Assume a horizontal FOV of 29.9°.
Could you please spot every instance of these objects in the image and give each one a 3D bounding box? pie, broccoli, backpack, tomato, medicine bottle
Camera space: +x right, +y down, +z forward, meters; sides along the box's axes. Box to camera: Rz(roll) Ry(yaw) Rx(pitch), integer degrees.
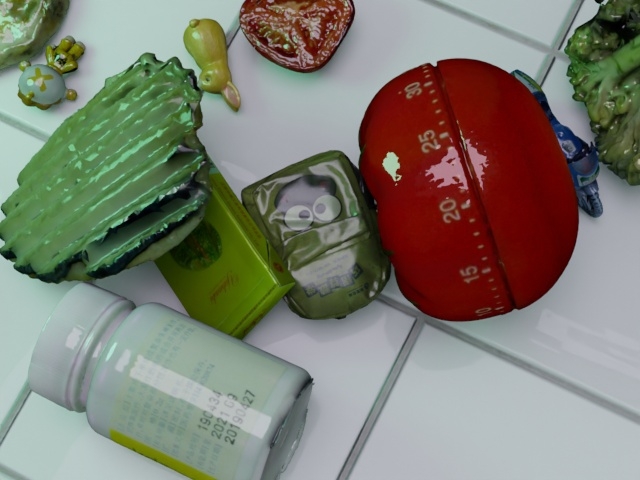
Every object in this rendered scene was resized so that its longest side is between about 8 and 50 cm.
[{"bbox_3d":[-0.579,-0.439,2.039,0.339,0.077,0.339,-1,80,4],"label":"pie"},{"bbox_3d":[0.513,-0.258,1.808,0.293,0.281,0.347,22,75,9],"label":"broccoli"},{"bbox_3d":[0.000,0.000,1.840,0.207,0.140,0.253,-23,81,-2],"label":"backpack"},{"bbox_3d":[-0.041,-0.357,1.976,0.174,0.082,0.166,28,81,7],"label":"tomato"},{"bbox_3d":[-0.213,0.215,1.743,0.379,0.213,0.213,24,76,10],"label":"medicine bottle"}]

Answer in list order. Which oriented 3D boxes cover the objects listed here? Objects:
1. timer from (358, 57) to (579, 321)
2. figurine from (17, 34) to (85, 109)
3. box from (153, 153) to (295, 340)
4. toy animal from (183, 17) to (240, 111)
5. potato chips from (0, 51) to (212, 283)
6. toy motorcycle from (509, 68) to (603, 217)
[{"bbox_3d":[0.212,-0.075,1.719,0.279,0.378,0.378,-19,72,9],"label":"timer"},{"bbox_3d":[-0.441,-0.276,1.988,0.143,0.068,0.101,-33,81,-24],"label":"figurine"},{"bbox_3d":[-0.190,-0.010,1.840,0.187,0.047,0.335,-47,70,33],"label":"box"},{"bbox_3d":[-0.174,-0.283,1.967,0.070,0.083,0.159,-21,82,5],"label":"toy animal"},{"bbox_3d":[-0.331,-0.093,1.813,0.429,0.070,0.358,-34,51,20],"label":"potato chips"},{"bbox_3d":[0.366,-0.151,1.859,0.092,0.135,0.254,-31,74,-6],"label":"toy motorcycle"}]
